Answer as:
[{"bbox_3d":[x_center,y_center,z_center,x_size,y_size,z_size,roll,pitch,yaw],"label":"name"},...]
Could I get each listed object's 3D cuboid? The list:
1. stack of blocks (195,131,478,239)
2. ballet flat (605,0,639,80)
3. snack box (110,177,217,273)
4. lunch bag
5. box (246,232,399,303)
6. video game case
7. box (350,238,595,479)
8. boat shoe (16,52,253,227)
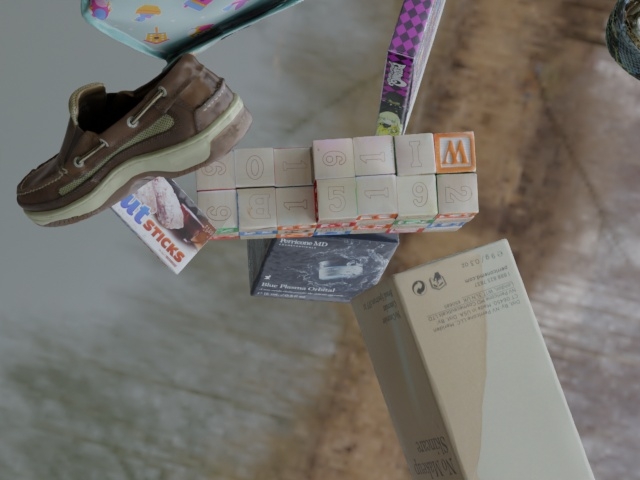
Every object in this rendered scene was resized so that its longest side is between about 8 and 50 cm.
[{"bbox_3d":[0.013,-0.056,1.626,0.171,0.297,0.087,110,-23,-84],"label":"stack of blocks"},{"bbox_3d":[0.258,-0.100,0.937,0.070,0.188,0.070,-44,156,-25],"label":"ballet flat"},{"bbox_3d":[-0.178,-0.046,1.470,0.064,0.022,0.178,-48,124,-11],"label":"snack box"},{"bbox_3d":[-0.139,-0.315,1.763,0.262,0.223,0.160,31,38,-59],"label":"lunch bag"},{"bbox_3d":[0.000,0.000,1.839,0.158,0.156,0.093,114,-24,-55],"label":"box"},{"bbox_3d":[0.124,-0.271,1.889,0.210,0.041,0.232,96,11,-64],"label":"video game case"},{"bbox_3d":[0.148,0.171,1.360,0.148,0.121,0.311,139,-67,-71],"label":"box"},{"bbox_3d":[-0.174,-0.092,1.240,0.095,0.257,0.095,52,38,-23],"label":"boat shoe"}]
